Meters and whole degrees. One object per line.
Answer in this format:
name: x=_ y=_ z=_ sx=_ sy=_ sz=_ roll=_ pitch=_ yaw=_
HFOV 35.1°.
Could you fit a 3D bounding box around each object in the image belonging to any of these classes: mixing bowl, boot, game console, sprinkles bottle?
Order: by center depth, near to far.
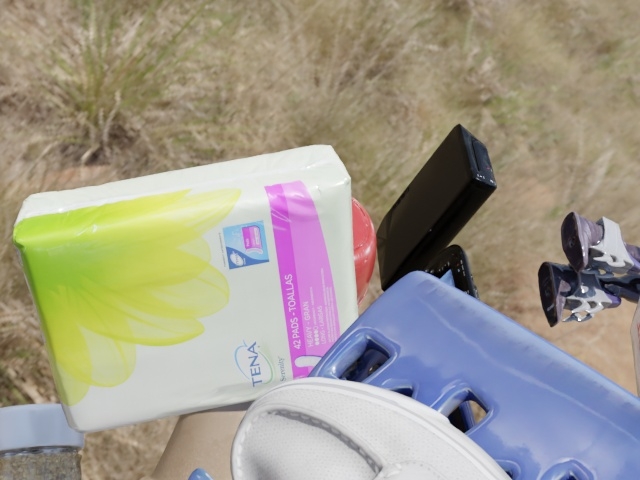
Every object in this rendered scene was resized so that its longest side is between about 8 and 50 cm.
boot: x=0.025 y=0.114 z=0.348 sx=0.258 sy=0.095 sz=0.123 roll=27 pitch=2 yaw=43
sprinkles bottle: x=-0.314 y=0.364 z=1.113 sx=0.121 sy=0.121 sz=0.355 roll=8 pitch=67 yaw=-42
game console: x=0.148 y=0.031 z=1.231 sx=0.044 sy=0.213 sz=0.361 roll=22 pitch=35 yaw=-20
mixing bowl: x=0.000 y=0.000 z=1.245 sx=0.182 sy=0.098 sz=0.181 roll=14 pitch=54 yaw=-20

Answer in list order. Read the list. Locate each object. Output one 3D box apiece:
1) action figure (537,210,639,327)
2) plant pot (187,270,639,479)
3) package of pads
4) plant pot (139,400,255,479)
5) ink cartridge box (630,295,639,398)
action figure: x=0.398 y=0.048 z=1.177 sx=0.285 sy=0.185 sz=0.099 roll=6 pitch=47 yaw=-18
plant pot: x=0.071 y=0.193 z=0.548 sx=0.212 sy=0.236 sz=0.236 roll=-35 pitch=128 yaw=-16
package of pads: x=-0.113 y=0.050 z=0.947 sx=0.297 sy=0.229 sz=0.101 roll=-10 pitch=31 yaw=-8
plant pot: x=-0.118 y=0.303 z=1.432 sx=0.263 sy=0.263 sz=0.229 roll=18 pitch=80 yaw=-37
ink cartridge box: x=0.266 y=0.026 z=0.562 sx=0.117 sy=0.283 sz=0.207 roll=8 pitch=38 yaw=6
